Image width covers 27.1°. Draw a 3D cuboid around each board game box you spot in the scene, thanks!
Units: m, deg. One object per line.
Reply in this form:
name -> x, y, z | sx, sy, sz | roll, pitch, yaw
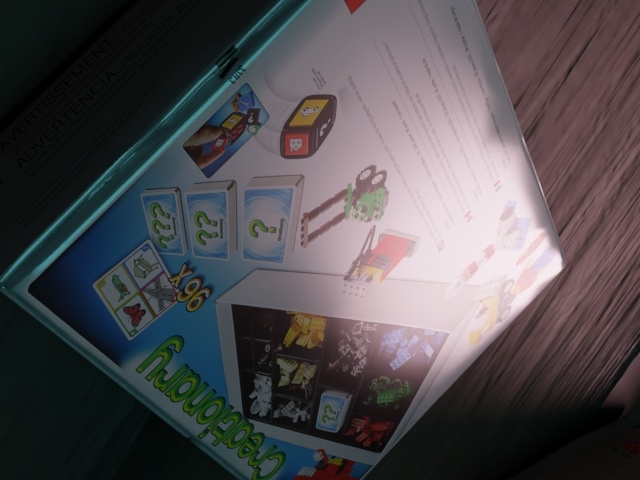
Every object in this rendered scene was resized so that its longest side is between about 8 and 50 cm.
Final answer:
board game box -> 0.000, 0.000, 0.550 | 0.193, 0.053, 0.305 | -45, 149, -7

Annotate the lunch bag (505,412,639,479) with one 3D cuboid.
lunch bag -> 0.206, 0.263, 0.931 | 0.262, 0.223, 0.160 | -13, 129, -41
